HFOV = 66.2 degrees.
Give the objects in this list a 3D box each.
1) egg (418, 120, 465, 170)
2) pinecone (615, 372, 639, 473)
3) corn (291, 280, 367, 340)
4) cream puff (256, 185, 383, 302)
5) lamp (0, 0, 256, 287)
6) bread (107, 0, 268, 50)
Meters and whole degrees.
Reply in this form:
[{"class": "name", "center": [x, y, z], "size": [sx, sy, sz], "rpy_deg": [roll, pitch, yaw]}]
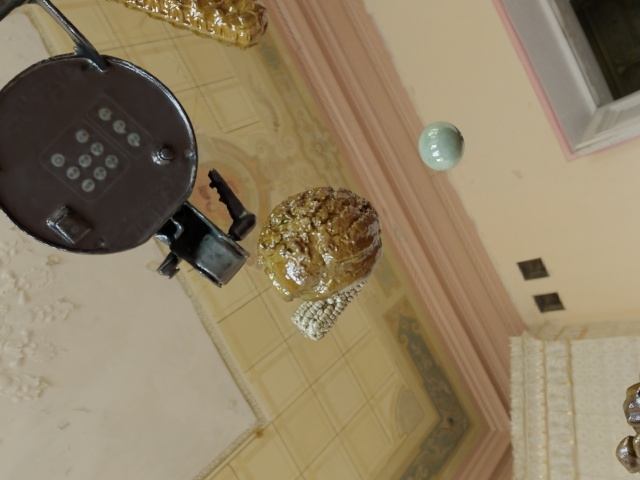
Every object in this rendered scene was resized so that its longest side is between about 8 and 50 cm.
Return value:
[{"class": "egg", "center": [0.404, -0.318, 1.647], "size": [0.149, 0.149, 0.192], "rpy_deg": [24, -139, -31]}, {"class": "pinecone", "center": [0.371, 0.163, 0.425], "size": [0.212, 0.168, 0.185], "rpy_deg": [-27, -104, -38]}, {"class": "corn", "center": [0.031, 0.125, 1.065], "size": [0.211, 0.087, 0.087], "rpy_deg": [-44, -73, -6]}, {"class": "cream puff", "center": [-0.004, -0.001, 0.499], "size": [0.126, 0.144, 0.103], "rpy_deg": [-39, -74, -26]}, {"class": "lamp", "center": [-0.265, -0.098, 0.591], "size": [0.205, 0.272, 0.374], "rpy_deg": [-50, -56, -9]}, {"class": "bread", "center": [-0.123, -0.214, 0.437], "size": [0.157, 0.052, 0.044], "rpy_deg": [17, -123, -8]}]
